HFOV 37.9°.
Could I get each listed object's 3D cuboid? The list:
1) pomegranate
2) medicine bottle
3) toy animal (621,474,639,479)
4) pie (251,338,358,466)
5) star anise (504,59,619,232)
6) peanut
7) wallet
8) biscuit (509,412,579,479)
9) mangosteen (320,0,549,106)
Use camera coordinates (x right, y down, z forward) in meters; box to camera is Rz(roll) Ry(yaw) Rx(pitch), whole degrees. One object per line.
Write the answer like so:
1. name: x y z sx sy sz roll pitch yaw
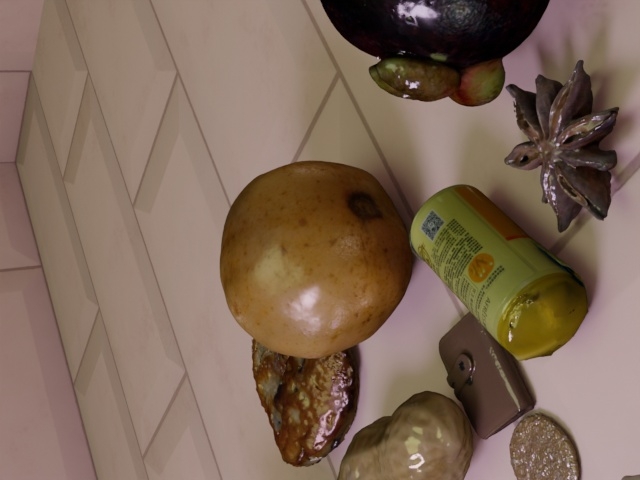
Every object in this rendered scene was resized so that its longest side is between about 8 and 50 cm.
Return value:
1. pomegranate: -0.005 0.025 1.352 0.307 0.307 0.307 18 111 58
2. medicine bottle: 0.213 0.038 1.113 0.239 0.124 0.124 49 136 44
3. toy animal: 0.333 0.419 0.922 0.258 0.194 0.357 -128 49 -58
4. pie: -0.031 0.224 1.611 0.308 0.085 0.308 3 93 59
5. star anise: 0.272 -0.100 1.039 0.195 0.065 0.182 -5 95 62
6. peanut: 0.117 0.309 1.306 0.313 0.149 0.149 125 131 -57
7. wallet: 0.211 0.174 1.222 0.118 0.039 0.153 -56 50 46
8. biscuit: 0.274 0.273 1.148 0.120 0.015 0.120 15 107 59
9. mangosteen: 0.129 -0.292 1.044 0.288 0.288 0.288 18 111 58
